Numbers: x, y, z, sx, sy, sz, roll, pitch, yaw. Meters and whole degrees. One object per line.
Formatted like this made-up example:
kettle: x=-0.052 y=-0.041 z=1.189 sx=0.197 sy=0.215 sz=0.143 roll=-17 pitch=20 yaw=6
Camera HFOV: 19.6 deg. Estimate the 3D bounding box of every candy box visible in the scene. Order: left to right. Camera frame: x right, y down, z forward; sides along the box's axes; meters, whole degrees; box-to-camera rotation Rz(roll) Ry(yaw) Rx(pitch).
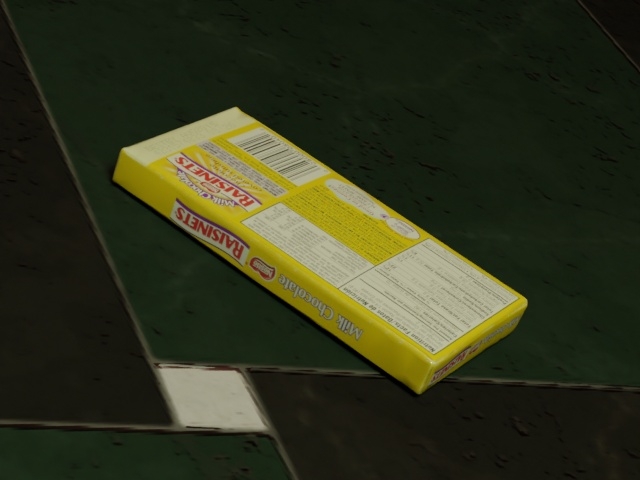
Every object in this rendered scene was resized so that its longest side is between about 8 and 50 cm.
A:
candy box: x=0.000 y=0.000 z=0.972 sx=0.206 sy=0.027 sz=0.105 roll=35 pitch=34 yaw=20
